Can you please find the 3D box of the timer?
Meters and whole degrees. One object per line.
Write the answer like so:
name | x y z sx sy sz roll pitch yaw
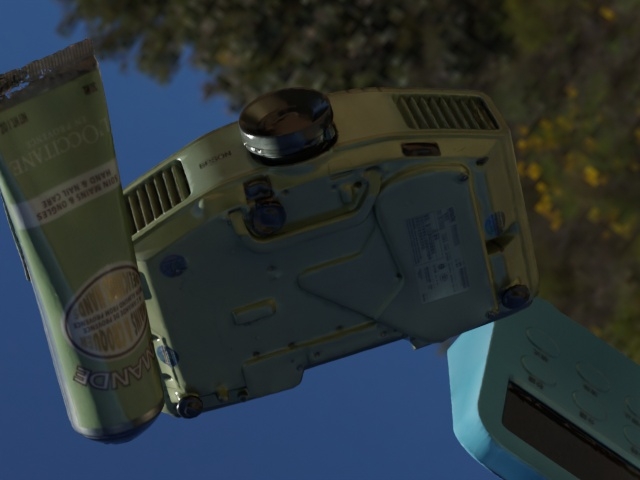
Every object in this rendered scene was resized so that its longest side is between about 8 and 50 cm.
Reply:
timer | 0.231 0.171 1.735 0.232 0.091 0.250 35 -159 -11

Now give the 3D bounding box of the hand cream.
hand cream | -0.133 0.012 1.063 0.055 0.235 0.086 10 -151 40

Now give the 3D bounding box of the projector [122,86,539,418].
projector | 0.000 0.000 1.239 0.088 0.270 0.193 -113 7 -57
